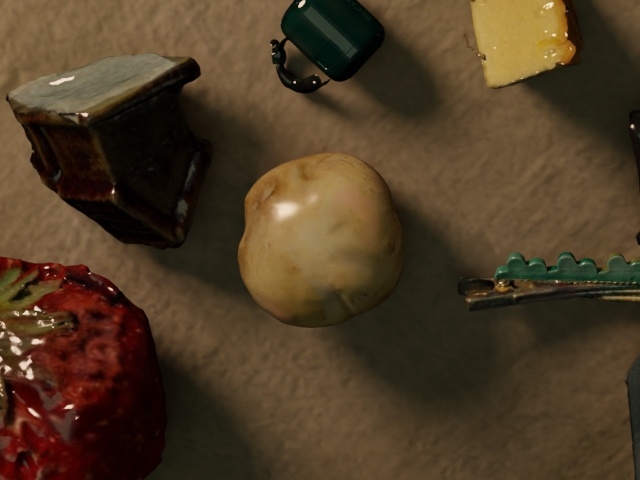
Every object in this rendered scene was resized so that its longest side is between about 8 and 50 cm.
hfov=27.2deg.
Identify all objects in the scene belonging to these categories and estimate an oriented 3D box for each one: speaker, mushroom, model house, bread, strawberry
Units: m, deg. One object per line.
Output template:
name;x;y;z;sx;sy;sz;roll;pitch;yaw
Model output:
speaker;-0.002;-0.156;1.060;0.075;0.060;0.094;43;108;-3
mushroom;0.000;0.000;1.077;0.148;0.112;0.148;2;103;7
model house;-0.171;-0.068;1.104;0.165;0.106;0.152;9;124;43
bread;0.151;-0.165;1.011;0.084;0.109;0.080;-19;105;18
strawberry;-0.256;0.150;1.116;0.274;0.274;0.220;2;143;9

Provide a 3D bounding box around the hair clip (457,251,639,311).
hair clip;0.200;0.032;1.090;0.173;0.049;0.049;-2;105;4

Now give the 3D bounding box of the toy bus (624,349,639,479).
toy bus;0.331;0.136;0.953;0.194;0.323;0.162;29;108;3

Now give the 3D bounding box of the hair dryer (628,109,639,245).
hair dryer;0.349;-0.008;0.922;0.244;0.302;0.116;-8;120;11
